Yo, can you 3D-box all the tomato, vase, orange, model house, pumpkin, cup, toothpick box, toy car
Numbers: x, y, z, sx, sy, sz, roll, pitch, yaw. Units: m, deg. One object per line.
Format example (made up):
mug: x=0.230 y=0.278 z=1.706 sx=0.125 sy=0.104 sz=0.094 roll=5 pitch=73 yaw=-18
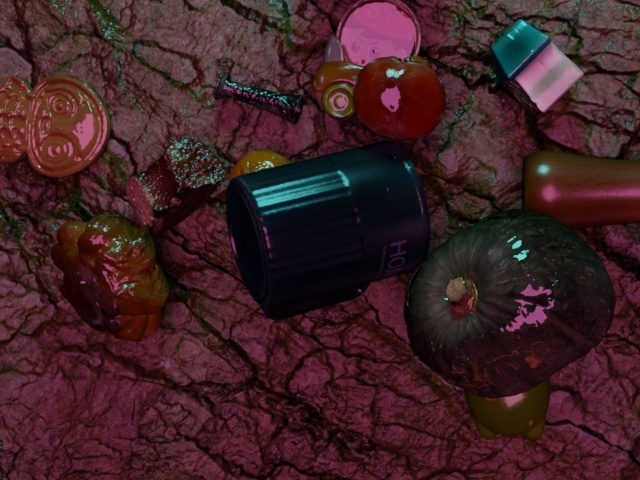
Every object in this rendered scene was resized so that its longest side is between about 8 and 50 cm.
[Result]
tomato: x=0.130 y=-0.235 z=1.226 sx=0.159 sy=0.091 sz=0.139 roll=15 pitch=104 yaw=3
vase: x=-0.118 y=-0.272 z=1.416 sx=0.166 sy=0.059 sz=0.059 roll=18 pitch=97 yaw=5
orange: x=-0.110 y=-0.103 z=1.401 sx=0.135 sy=0.117 sz=0.136 roll=8 pitch=108 yaw=25
model house: x=0.372 y=-0.309 z=1.322 sx=0.100 sy=0.127 sz=0.149 roll=-43 pitch=92 yaw=8
pumpkin: x=0.299 y=0.109 z=1.212 sx=0.257 sy=0.292 sz=0.328 roll=25 pitch=113 yaw=-41
cup: x=-0.005 y=-0.018 z=1.307 sx=0.291 sy=0.308 sz=0.242 roll=-14 pitch=78 yaw=-21
toothpick box: x=0.508 y=-0.085 z=1.304 sx=0.294 sy=0.192 sz=0.192 roll=0 pitch=95 yaw=13
toy car: x=0.095 y=-0.327 z=1.338 sx=0.234 sy=0.145 sz=0.235 roll=1 pitch=99 yaw=8

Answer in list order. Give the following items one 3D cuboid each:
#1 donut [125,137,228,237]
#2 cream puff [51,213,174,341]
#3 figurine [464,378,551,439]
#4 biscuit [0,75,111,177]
donut: x=-0.287 y=-0.099 z=1.431 sx=0.126 sy=0.144 sz=0.186 roll=56 pitch=139 yaw=5
cream puff: x=-0.396 y=0.071 z=1.413 sx=0.241 sy=0.155 sz=0.269 roll=-20 pitch=104 yaw=44
figurine: x=0.342 y=0.236 z=1.378 sx=0.162 sy=0.143 sz=0.264 roll=-5 pitch=83 yaw=13
biscuit: x=-0.562 y=-0.235 z=1.481 sx=0.288 sy=0.044 sz=0.202 roll=12 pitch=97 yaw=3
